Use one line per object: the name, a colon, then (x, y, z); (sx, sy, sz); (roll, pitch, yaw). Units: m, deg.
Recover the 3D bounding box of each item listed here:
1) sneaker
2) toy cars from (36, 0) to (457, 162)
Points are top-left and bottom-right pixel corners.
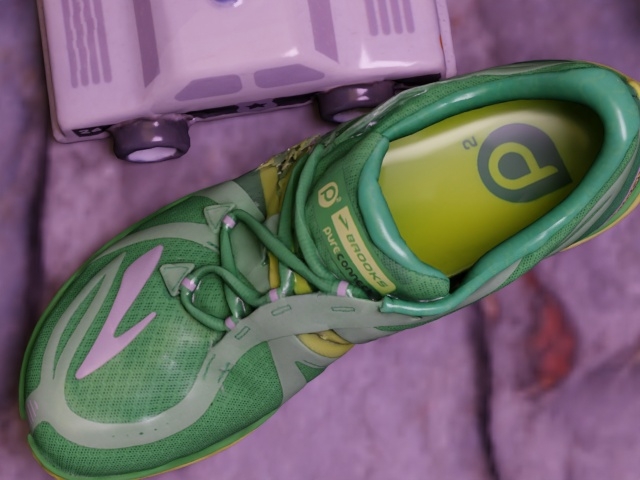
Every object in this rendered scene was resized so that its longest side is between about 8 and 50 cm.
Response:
sneaker: (0.000, 0.000, 0.649); (0.295, 0.123, 0.109); (-30, 81, 1)
toy cars: (-0.124, -0.154, 0.702); (0.393, 0.087, 0.176); (32, 86, 9)
